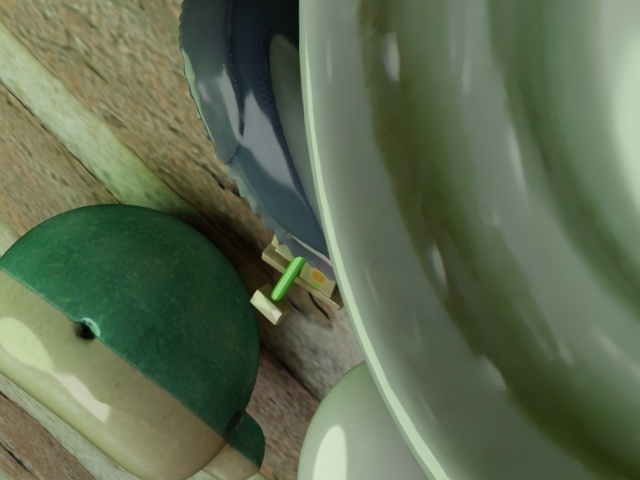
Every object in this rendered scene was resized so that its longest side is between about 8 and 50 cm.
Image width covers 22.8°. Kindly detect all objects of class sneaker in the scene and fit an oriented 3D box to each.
[{"bbox_3d":[0.067,-0.014,0.734,0.131,0.112,0.319,-17,123,38],"label":"sneaker"}]

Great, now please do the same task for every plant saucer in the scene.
[{"bbox_3d":[0.133,-0.075,0.460,0.400,0.100,0.400,4,95,58],"label":"plant saucer"}]

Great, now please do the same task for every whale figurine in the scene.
[{"bbox_3d":[-0.111,0.063,1.010,0.216,0.141,0.272,35,173,11],"label":"whale figurine"}]

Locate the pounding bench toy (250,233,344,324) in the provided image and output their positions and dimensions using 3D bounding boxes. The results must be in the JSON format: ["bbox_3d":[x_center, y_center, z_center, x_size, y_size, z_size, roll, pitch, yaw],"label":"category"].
[{"bbox_3d":[0.000,0.000,0.823,0.052,0.083,0.065,35,149,11],"label":"pounding bench toy"}]

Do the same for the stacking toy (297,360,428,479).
[{"bbox_3d":[0.098,0.241,0.743,0.350,0.350,0.480,10,139,41],"label":"stacking toy"}]
